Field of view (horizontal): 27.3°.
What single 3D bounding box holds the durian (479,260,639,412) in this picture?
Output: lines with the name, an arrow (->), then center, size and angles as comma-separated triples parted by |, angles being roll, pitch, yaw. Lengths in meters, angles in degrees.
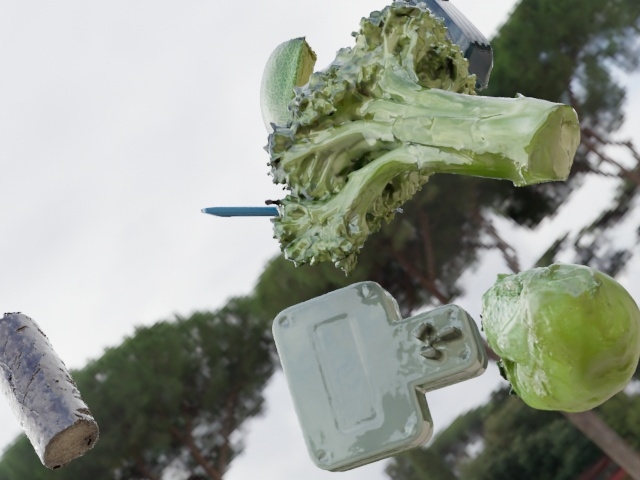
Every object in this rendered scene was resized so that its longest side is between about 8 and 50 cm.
durian -> 0.380, 0.149, 2.049 | 0.204, 0.256, 0.340 | -65, 12, -18

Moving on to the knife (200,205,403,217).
knife -> -0.028, -0.046, 1.936 | 0.044, 0.297, 0.026 | -125, 35, -80

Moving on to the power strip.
power strip -> 0.082, 0.165, 1.752 | 0.261, 0.229, 0.141 | -20, -17, 12

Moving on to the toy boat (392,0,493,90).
toy boat -> 0.212, -0.351, 2.301 | 0.122, 0.296, 0.114 | -44, -43, 15

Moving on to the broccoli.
broccoli -> 0.138, -0.157, 1.652 | 0.397, 0.353, 0.275 | -30, -30, 35

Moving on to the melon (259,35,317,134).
melon -> -0.047, -0.219, 2.332 | 0.265, 0.129, 0.169 | 54, -134, -50

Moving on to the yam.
yam -> -0.480, 0.256, 2.252 | 0.131, 0.279, 0.131 | -26, -36, -21
